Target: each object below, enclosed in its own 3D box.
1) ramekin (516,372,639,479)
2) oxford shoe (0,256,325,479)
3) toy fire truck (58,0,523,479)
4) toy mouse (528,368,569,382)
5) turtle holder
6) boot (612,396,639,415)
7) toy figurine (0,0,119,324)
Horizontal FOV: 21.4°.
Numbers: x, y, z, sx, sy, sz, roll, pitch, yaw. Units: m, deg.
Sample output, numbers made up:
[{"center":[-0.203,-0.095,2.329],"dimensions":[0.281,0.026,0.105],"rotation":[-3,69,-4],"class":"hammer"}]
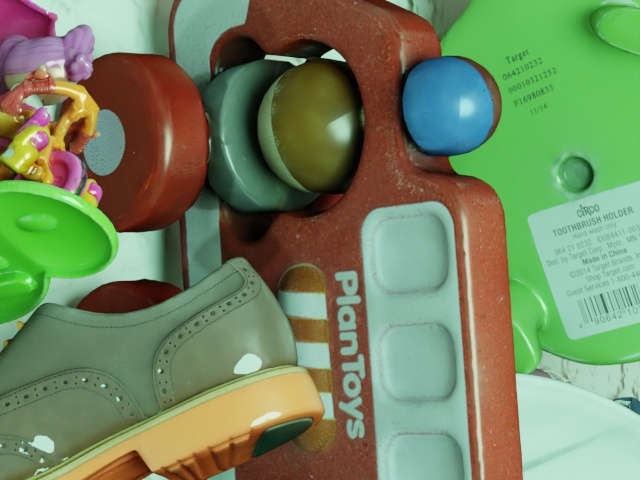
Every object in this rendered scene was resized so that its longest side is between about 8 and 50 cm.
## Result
[{"center":[0.118,0.220,1.019],"dimensions":[0.273,0.273,0.127],"rotation":[-40,157,-40],"class":"ramekin"},{"center":[-0.140,0.090,0.816],"dimensions":[0.271,0.097,0.098],"rotation":[-19,74,-6],"class":"oxford shoe"},{"center":[0.000,0.000,0.906],"dimensions":[0.169,0.254,0.302],"rotation":[1,86,-46],"class":"toy fire truck"},{"center":[0.125,0.104,1.184],"dimensions":[0.161,0.031,0.143],"rotation":[30,66,-40],"class":"toy mouse"},{"center":[0.177,-0.079,1.142],"dimensions":[0.320,0.243,0.227],"rotation":[45,30,14],"class":"turtle holder"},{"center":[0.227,0.214,1.262],"dimensions":[0.086,0.069,0.190],"rotation":[37,53,-29],"class":"boot"},{"center":[-0.160,-0.060,0.833],"dimensions":[0.130,0.173,0.159],"rotation":[51,40,-44],"class":"toy figurine"}]
